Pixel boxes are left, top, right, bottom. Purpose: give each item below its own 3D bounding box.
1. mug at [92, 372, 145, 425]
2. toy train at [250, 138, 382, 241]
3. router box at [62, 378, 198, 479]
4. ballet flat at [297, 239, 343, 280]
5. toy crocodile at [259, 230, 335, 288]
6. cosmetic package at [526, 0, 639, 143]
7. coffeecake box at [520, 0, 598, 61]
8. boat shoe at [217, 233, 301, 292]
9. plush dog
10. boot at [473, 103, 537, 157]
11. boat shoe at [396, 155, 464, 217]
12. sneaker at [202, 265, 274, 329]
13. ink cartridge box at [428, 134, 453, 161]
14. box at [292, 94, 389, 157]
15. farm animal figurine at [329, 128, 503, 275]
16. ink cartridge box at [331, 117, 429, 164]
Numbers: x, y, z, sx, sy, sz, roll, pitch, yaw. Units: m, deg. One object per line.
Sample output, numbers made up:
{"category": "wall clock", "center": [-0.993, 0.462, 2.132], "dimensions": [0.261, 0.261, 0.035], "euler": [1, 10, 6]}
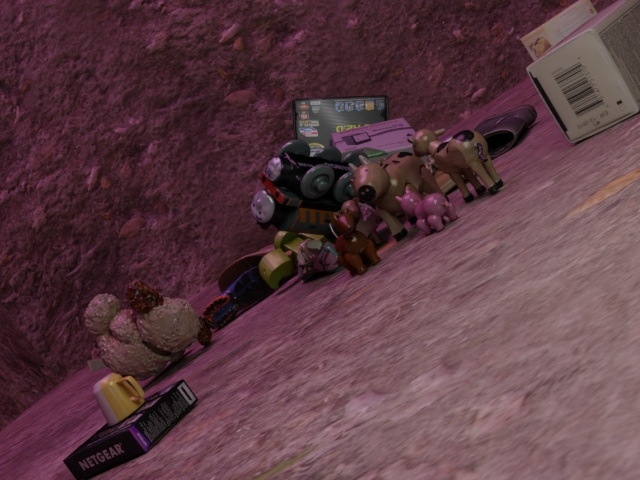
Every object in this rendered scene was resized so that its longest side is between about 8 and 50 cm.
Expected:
{"category": "mug", "center": [-0.301, 0.229, 1.190], "dimensions": [0.078, 0.064, 0.062], "euler": [-34, 4, 0]}
{"category": "toy train", "center": [0.010, -0.090, 1.651], "dimensions": [0.334, 0.142, 0.190], "euler": [4, -57, -43]}
{"category": "router box", "center": [-0.286, 0.286, 1.198], "dimensions": [0.179, 0.046, 0.133], "euler": [-30, 6, 35]}
{"category": "ballet flat", "center": [-0.008, 0.034, 1.683], "dimensions": [0.077, 0.079, 0.221], "euler": [-39, 6, -20]}
{"category": "toy crocodile", "center": [0.000, 0.000, 1.904], "dimensions": [0.341, 0.105, 0.115], "euler": [-34, 43, -29]}
{"category": "cosmetic package", "center": [0.477, -0.295, 1.310], "dimensions": [0.129, 0.153, 0.296], "euler": [-27, 6, 46]}
{"category": "coffeecake box", "center": [0.485, -0.340, 1.491], "dimensions": [0.142, 0.185, 0.068], "euler": [-36, 5, -28]}
{"category": "boat shoe", "center": [-0.117, 0.061, 2.031], "dimensions": [0.302, 0.109, 0.098], "euler": [-28, -1, 8]}
{"category": "plush dog", "center": [-0.367, 0.208, 1.750], "dimensions": [0.225, 0.262, 0.210], "euler": [-42, 34, 25]}
{"category": "boot", "center": [0.391, -0.229, 1.802], "dimensions": [0.190, 0.076, 0.208], "euler": [-32, 11, 41]}
{"category": "boat shoe", "center": [0.216, -0.126, 1.722], "dimensions": [0.105, 0.089, 0.285], "euler": [-37, 6, -41]}
{"category": "sneaker", "center": [-0.198, 0.130, 1.959], "dimensions": [0.221, 0.083, 0.087], "euler": [-33, 8, -7]}
{"category": "ink cartridge box", "center": [0.343, -0.244, 2.243], "dimensions": [0.104, 0.060, 0.180], "euler": [-32, 5, 10]}
{"category": "box", "center": [0.059, -0.290, 2.223], "dimensions": [0.270, 0.216, 0.060], "euler": [-2, 0, -1]}
{"category": "farm animal figurine", "center": [0.146, -0.101, 1.433], "dimensions": [0.330, 0.172, 0.327], "euler": [-33, 5, 13]}
{"category": "ink cartridge box", "center": [0.147, -0.208, 2.029], "dimensions": [0.211, 0.121, 0.289], "euler": [-12, 22, -1]}
